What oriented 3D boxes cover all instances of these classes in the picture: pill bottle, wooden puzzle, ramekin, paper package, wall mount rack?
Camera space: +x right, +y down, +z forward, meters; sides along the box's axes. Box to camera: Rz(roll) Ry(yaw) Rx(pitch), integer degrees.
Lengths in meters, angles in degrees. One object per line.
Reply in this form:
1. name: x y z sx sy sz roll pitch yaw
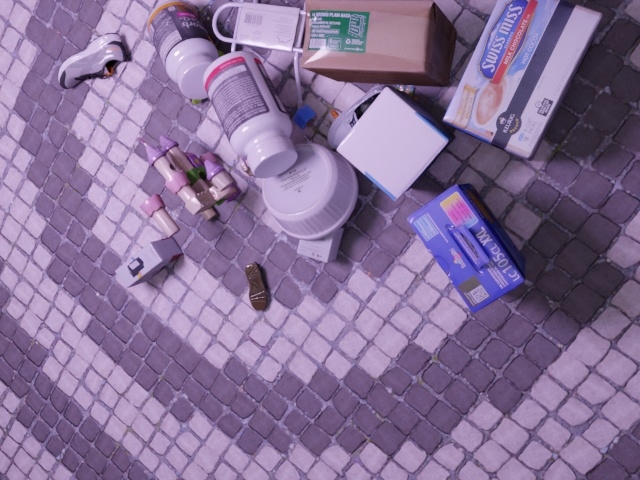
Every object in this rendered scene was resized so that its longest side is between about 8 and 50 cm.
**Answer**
1. pill bottle: -0.183 -0.335 1.638 0.176 0.176 0.319 -32 72 21
2. wooden puzzle: 0.230 -0.403 1.672 0.083 0.006 0.049 18 103 17
3. ramekin: -0.039 -0.146 1.686 0.272 0.127 0.273 -9 69 23
4. pill bottle: -0.388 -0.551 1.753 0.162 0.162 0.279 -40 61 20
5. paper package: 0.152 -0.494 1.528 0.324 0.309 0.168 9 100 20
6. wall mount rack: -0.138 -0.546 1.732 0.349 0.130 0.304 14 98 18

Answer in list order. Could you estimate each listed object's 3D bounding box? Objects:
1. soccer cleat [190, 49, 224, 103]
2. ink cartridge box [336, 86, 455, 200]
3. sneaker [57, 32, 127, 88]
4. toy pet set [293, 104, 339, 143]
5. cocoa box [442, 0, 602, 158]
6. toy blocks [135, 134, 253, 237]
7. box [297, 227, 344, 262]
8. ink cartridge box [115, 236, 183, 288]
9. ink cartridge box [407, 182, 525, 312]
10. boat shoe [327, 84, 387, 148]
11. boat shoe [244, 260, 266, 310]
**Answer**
1. soccer cleat: -0.353 -0.503 1.850 0.072 0.060 0.179 37 101 22
2. ink cartridge box: 0.203 -0.252 1.554 0.198 0.270 0.197 42 109 5
3. sneaker: -0.741 -0.561 1.960 0.271 0.100 0.108 -26 93 21
4. toy pet set: -0.014 -0.336 1.739 0.114 0.065 0.122 47 109 9
5. cocoa box: 0.481 -0.396 1.461 0.227 0.231 0.347 27 105 16
6. toy blocks: -0.367 -0.217 1.763 0.309 0.288 0.260 -38 89 23
7. box: 0.000 0.000 1.765 0.101 0.087 0.102 17 103 18
8. ink cartridge box: -0.552 0.071 1.954 0.175 0.127 0.072 -36 87 21
9. ink cartridge box: 0.362 0.007 1.469 0.151 0.395 0.270 -37 84 20
10. boat shoe: 0.102 -0.341 1.679 0.079 0.081 0.227 43 109 -9
11. boat shoe: -0.199 0.142 1.884 0.056 0.048 0.153 -13 99 9
